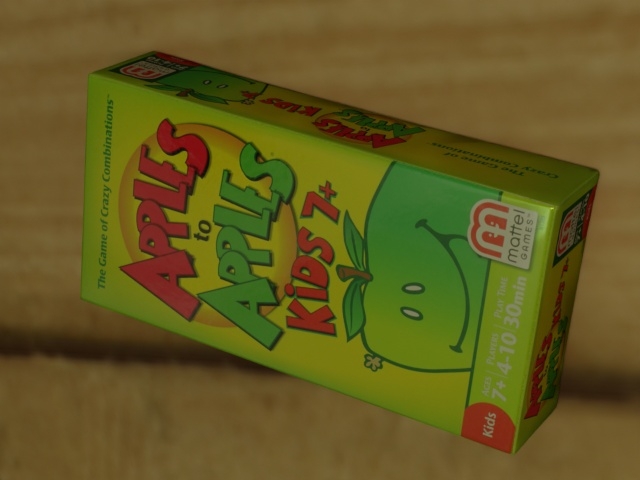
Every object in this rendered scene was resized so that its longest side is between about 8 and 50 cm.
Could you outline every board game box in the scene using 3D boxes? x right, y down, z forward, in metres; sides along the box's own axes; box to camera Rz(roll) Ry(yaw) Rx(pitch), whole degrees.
[{"bbox_3d":[0.000,0.000,0.527,0.181,0.043,0.092,17,116,24],"label":"board game box"}]
